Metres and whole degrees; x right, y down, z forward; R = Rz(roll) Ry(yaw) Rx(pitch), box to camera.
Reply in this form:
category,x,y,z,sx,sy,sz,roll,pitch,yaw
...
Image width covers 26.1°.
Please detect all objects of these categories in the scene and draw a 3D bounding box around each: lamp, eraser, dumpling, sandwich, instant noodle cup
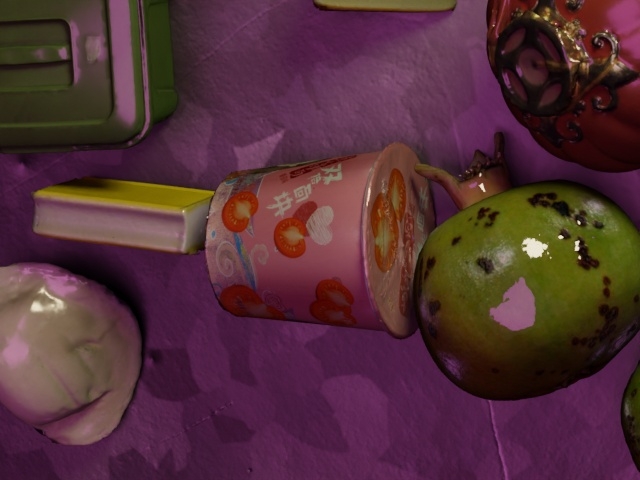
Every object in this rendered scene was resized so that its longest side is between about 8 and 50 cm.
category,x,y,z,sx,sy,sz,roll,pitch,yaw
lamp,0.323,-0.226,1.552,0.303,0.257,0.303,33,135,41
eraser,-0.247,-0.035,1.827,0.226,0.158,0.069,8,100,17
dumpling,-0.360,0.148,1.918,0.227,0.243,0.175,-26,52,3
sandwich,0.079,-0.318,1.696,0.163,0.113,0.079,5,102,16
instant noodle cup,0.000,0.000,1.726,0.231,0.243,0.242,0,100,24

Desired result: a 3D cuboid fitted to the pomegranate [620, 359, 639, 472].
category,x,y,z,sx,sy,sz,roll,pitch,yaw
pomegranate,0.456,0.194,1.613,0.211,0.263,0.211,-5,60,9

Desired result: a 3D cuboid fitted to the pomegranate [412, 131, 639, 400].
category,x,y,z,sx,sy,sz,roll,pitch,yaw
pomegranate,0.243,0.023,1.632,0.291,0.291,0.323,-10,88,19

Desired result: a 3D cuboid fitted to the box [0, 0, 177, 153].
category,x,y,z,sx,sy,sz,roll,pitch,yaw
box,-0.349,-0.245,1.814,0.329,0.178,0.252,1,99,19
